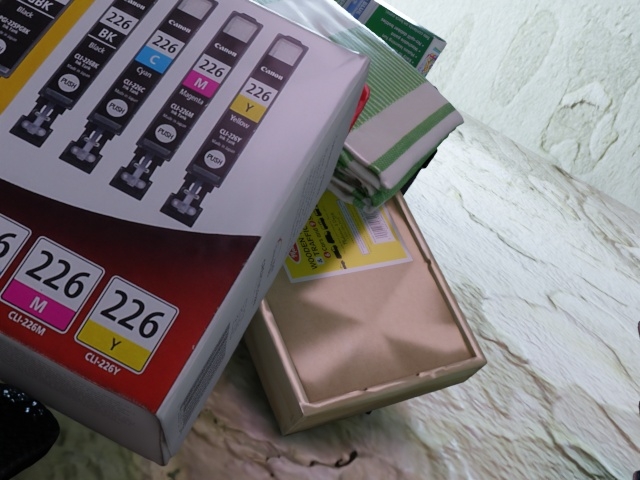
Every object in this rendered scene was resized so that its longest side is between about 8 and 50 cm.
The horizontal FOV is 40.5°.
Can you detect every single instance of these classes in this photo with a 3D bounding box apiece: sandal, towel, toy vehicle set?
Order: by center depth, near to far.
[{"bbox_3d":[-0.170,0.103,0.375,0.067,0.040,0.179,38,4,7],"label":"sandal"},{"bbox_3d":[0.000,0.000,0.659,0.166,0.035,0.266,-8,62,-33],"label":"toy vehicle set"},{"bbox_3d":[-0.042,-0.164,0.675,0.325,0.038,0.248,39,31,5],"label":"towel"}]

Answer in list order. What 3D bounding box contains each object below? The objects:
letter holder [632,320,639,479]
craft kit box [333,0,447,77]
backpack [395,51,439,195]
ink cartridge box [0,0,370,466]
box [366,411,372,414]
[{"bbox_3d":[0.319,0.209,0.674,0.214,0.152,0.302,29,19,0],"label":"letter holder"},{"bbox_3d":[-0.026,-0.186,0.994,0.250,0.246,0.061,36,21,16],"label":"craft kit box"},{"bbox_3d":[-0.023,-0.119,0.859,0.253,0.225,0.191,34,9,-1],"label":"backpack"},{"bbox_3d":[-0.148,-0.083,0.456,0.309,0.271,0.130,27,-25,3],"label":"ink cartridge box"},{"bbox_3d":[-0.023,0.052,0.718,0.207,0.036,0.114,34,19,8],"label":"box"}]
